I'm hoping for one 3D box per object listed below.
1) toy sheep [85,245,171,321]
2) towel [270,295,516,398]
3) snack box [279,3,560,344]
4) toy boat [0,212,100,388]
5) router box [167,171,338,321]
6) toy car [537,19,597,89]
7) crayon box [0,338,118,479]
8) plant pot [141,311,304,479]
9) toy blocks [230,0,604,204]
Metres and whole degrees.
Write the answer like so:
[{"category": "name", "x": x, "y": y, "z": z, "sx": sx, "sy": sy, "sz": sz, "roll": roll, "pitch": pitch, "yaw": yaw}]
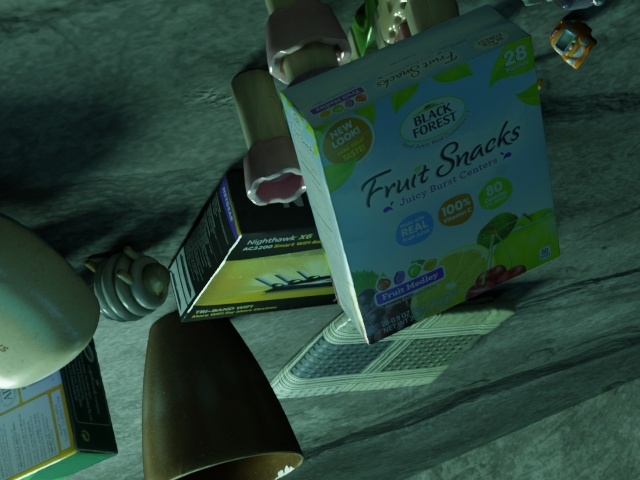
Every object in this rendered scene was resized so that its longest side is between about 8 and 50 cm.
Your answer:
[{"category": "toy sheep", "x": -0.229, "y": 0.054, "z": 1.489, "sx": 0.132, "sy": 0.091, "sz": 0.091, "roll": -14, "pitch": 163, "yaw": 33}, {"category": "towel", "x": 0.113, "y": 0.167, "z": 2.069, "sx": 0.324, "sy": 0.056, "sz": 0.312, "roll": -1, "pitch": 151, "yaw": -30}, {"category": "snack box", "x": 0.080, "y": -0.046, "z": 0.951, "sx": 0.174, "sy": 0.070, "sz": 0.207, "roll": -25, "pitch": 127, "yaw": -11}, {"category": "toy boat", "x": -0.406, "y": 0.067, "z": 1.316, "sx": 0.318, "sy": 0.148, "sz": 0.267, "roll": -28, "pitch": 132, "yaw": 18}, {"category": "router box", "x": 0.000, "y": 0.000, "z": 1.520, "sx": 0.309, "sy": 0.081, "sz": 0.243, "roll": -6, "pitch": 156, "yaw": -25}, {"category": "toy car", "x": 0.230, "y": -0.179, "z": 1.294, "sx": 0.041, "sy": 0.060, "sz": 0.122, "roll": 26, "pitch": 136, "yaw": -14}, {"category": "crayon box", "x": -0.416, "y": 0.224, "z": 1.601, "sx": 0.323, "sy": 0.203, "sz": 0.083, "roll": -26, "pitch": 157, "yaw": 24}, {"category": "plant pot", "x": -0.154, "y": 0.215, "z": 1.727, "sx": 0.215, "sy": 0.230, "sz": 0.215, "roll": -14, "pitch": 159, "yaw": -6}, {"category": "toy blocks", "x": 0.098, "y": -0.107, "z": 1.092, "sx": 0.309, "sy": 0.260, "sz": 0.288, "roll": -11, "pitch": 157, "yaw": -13}]
